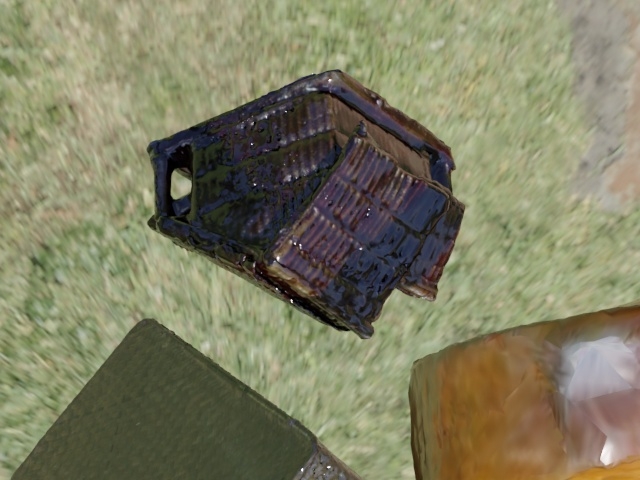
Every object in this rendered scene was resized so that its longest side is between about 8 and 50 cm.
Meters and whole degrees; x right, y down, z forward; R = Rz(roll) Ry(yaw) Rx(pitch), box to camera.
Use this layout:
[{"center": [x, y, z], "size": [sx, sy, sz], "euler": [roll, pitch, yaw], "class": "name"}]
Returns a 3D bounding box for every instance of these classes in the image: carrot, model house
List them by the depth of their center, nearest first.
[{"center": [0.160, 0.062, 0.641], "size": [0.258, 0.307, 0.100], "euler": [-20, 77, 26], "class": "carrot"}, {"center": [0.000, 0.000, 1.943], "size": [0.297, 0.317, 0.283], "euler": [-34, 45, 22], "class": "model house"}]

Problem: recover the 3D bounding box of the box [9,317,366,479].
[{"center": [-0.082, 0.199, 1.233], "size": [0.184, 0.273, 0.143], "euler": [-51, 124, -8], "class": "box"}]
